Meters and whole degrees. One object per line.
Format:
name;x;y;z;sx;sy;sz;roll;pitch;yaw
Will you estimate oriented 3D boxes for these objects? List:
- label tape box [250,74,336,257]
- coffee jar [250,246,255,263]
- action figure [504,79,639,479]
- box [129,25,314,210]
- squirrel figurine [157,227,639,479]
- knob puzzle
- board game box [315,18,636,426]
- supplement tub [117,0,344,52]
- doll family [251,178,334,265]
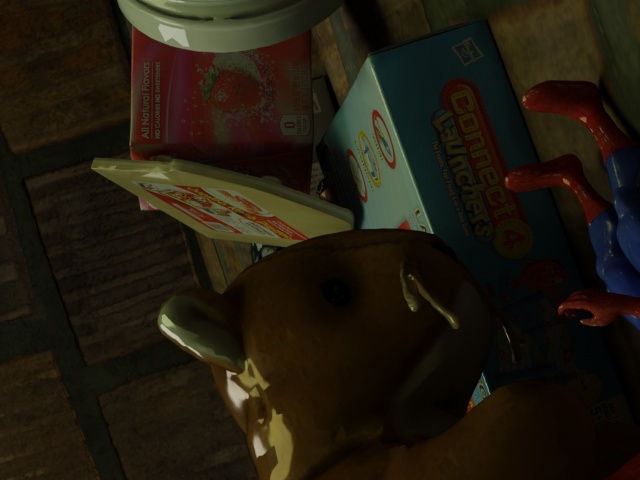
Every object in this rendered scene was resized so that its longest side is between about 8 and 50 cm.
label tape box;-0.002;0.021;1.730;0.240;0.106;0.333;124;128;-79
coffee jar;-0.034;0.028;2.004;0.184;0.079;0.096;163;89;-80
action figure;0.143;0.036;0.832;0.280;0.139;0.091;-121;26;-43
box;-0.085;-0.187;1.409;0.142;0.154;0.300;94;175;-68
squirrel figurine;0.013;0.197;0.964;0.281;0.397;0.370;5;-132;-55
knob puzzle;-0.055;-0.034;1.302;0.213;0.213;0.030;115;170;-77
board game box;0.101;0.030;1.208;0.302;0.086;0.308;130;121;-79
supplement tub;-0.079;-0.312;1.154;0.316;0.228;0.228;81;167;-47
doll family;0.000;0.000;1.560;0.111;0.193;0.076;59;-162;5
